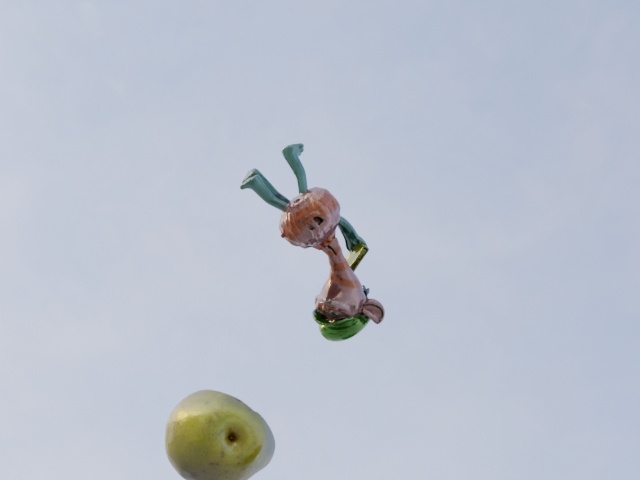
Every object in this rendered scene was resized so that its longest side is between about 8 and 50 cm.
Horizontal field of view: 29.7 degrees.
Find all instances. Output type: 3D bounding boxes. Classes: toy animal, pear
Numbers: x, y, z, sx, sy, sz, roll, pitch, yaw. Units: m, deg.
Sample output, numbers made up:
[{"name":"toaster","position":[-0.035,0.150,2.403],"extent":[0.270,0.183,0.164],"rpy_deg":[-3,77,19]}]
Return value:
[{"name":"toy animal","position":[0.000,0.000,1.269],"extent":[0.100,0.103,0.208],"rpy_deg":[-24,-77,39]},{"name":"pear","position":[-0.134,0.261,1.519],"extent":[0.141,0.104,0.141],"rpy_deg":[25,-30,16]}]
